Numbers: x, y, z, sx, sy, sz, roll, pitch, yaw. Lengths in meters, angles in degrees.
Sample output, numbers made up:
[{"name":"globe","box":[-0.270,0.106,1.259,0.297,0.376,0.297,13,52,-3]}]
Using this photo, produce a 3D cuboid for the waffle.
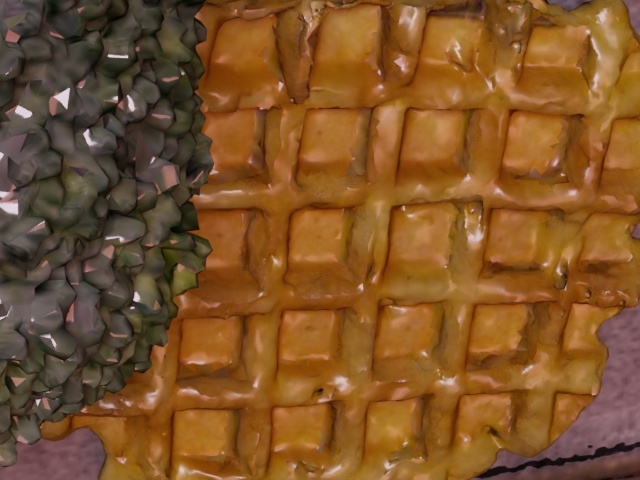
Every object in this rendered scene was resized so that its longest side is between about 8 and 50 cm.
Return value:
[{"name":"waffle","box":[-0.001,-0.001,0.621,0.312,0.060,0.307,34,100,-28]}]

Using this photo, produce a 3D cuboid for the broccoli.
[{"name":"broccoli","box":[-0.185,-0.088,0.404,0.302,0.249,0.375,-17,110,0]}]
